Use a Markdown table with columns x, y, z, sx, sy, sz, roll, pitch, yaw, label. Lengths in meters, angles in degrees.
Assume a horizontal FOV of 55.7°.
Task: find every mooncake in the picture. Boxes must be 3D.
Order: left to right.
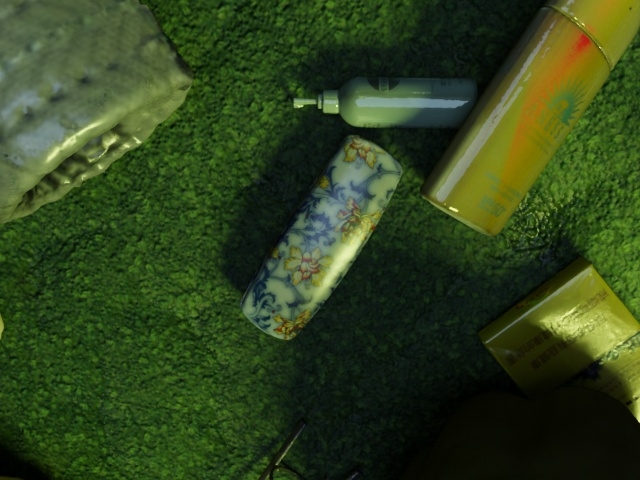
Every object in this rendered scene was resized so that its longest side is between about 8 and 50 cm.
| x | y | z | sx | sy | sz | roll | pitch | yaw | label |
| --- | --- | --- | --- | --- | --- | --- | --- | --- | --- |
| 0.247 | 0.344 | 0.644 | 0.378 | 0.201 | 0.379 | 10 | 116 | 21 | mooncake |

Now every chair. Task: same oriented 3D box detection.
| x | y | z | sx | sy | sz | roll | pitch | yaw | label |
| --- | --- | --- | --- | --- | --- | --- | --- | --- | --- |
| -0.058 | 0.340 | 0.743 | 0.104 | 0.095 | 0.222 | 42 | 102 | 3 | chair |

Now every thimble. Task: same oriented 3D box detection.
| x | y | z | sx | sy | sz | roll | pitch | yaw | label |
| --- | --- | --- | --- | --- | --- | --- | --- | --- | --- |
| -0.258 | -0.146 | 0.587 | 0.245 | 0.217 | 0.157 | -36 | 100 | 2 | thimble |

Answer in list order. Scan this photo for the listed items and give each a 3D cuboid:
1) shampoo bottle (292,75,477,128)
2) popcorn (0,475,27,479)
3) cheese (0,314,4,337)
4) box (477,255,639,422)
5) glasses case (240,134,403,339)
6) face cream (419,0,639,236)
| x | y | z | sx | sy | sz | roll | pitch | yaw | label |
| --- | --- | --- | --- | --- | --- | --- | --- | --- | --- |
| 0.066 | -0.148 | 0.651 | 0.195 | 0.056 | 0.056 | 1 | 102 | 2 | shampoo bottle |
| -0.420 | 0.446 | 0.677 | 0.344 | 0.353 | 0.390 | -55 | 52 | 32 | popcorn |
| -0.560 | 0.069 | 0.705 | 0.383 | 0.104 | 0.384 | 1 | 102 | 2 | cheese |
| 0.331 | 0.171 | 0.715 | 0.153 | 0.041 | 0.279 | -39 | 98 | 9 | box |
| 0.000 | 0.000 | 0.681 | 0.086 | 0.065 | 0.248 | 34 | 101 | -3 | glasses case |
| 0.220 | -0.143 | 0.619 | 0.139 | 0.067 | 0.285 | 20 | 107 | -46 | face cream |
